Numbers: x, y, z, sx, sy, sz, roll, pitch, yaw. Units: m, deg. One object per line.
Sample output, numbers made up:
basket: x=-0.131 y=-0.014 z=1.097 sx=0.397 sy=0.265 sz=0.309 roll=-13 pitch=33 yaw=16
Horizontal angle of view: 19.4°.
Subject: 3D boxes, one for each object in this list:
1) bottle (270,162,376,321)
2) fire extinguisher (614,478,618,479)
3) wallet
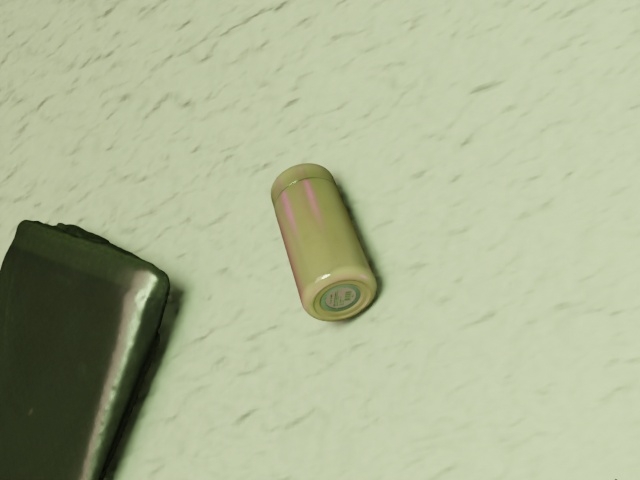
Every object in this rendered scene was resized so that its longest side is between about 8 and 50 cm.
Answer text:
bottle: x=0.000 y=0.000 z=1.103 sx=0.045 sy=0.045 sz=0.096 roll=-43 pitch=44 yaw=24
fire extinguisher: x=0.122 y=0.154 z=0.920 sx=0.100 sy=0.032 sz=0.046 roll=-53 pitch=9 yaw=15
wallet: x=-0.182 y=0.115 z=1.242 sx=0.169 sy=0.052 sz=0.245 roll=21 pitch=92 yaw=49
